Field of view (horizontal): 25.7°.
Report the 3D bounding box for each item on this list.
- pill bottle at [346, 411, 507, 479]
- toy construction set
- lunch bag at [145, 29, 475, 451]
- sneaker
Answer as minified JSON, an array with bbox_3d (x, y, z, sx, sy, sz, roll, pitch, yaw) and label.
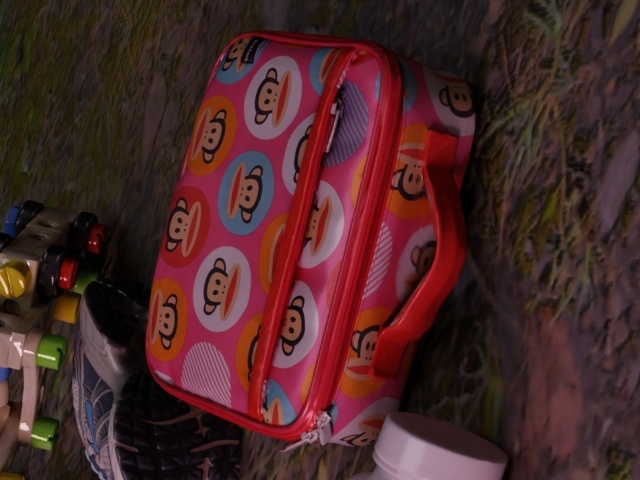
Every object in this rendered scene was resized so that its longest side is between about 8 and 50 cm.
[{"bbox_3d":[0.050,0.206,0.887,0.108,0.108,0.180,26,99,53],"label":"pill bottle"},{"bbox_3d":[-0.286,0.084,1.316,0.327,0.151,0.215,-114,33,-67],"label":"toy construction set"},{"bbox_3d":[0.000,0.000,1.022,0.258,0.120,0.293,15,92,49],"label":"lunch bag"},{"bbox_3d":[-0.147,0.163,1.181,0.283,0.110,0.122,-113,38,-48],"label":"sneaker"}]
